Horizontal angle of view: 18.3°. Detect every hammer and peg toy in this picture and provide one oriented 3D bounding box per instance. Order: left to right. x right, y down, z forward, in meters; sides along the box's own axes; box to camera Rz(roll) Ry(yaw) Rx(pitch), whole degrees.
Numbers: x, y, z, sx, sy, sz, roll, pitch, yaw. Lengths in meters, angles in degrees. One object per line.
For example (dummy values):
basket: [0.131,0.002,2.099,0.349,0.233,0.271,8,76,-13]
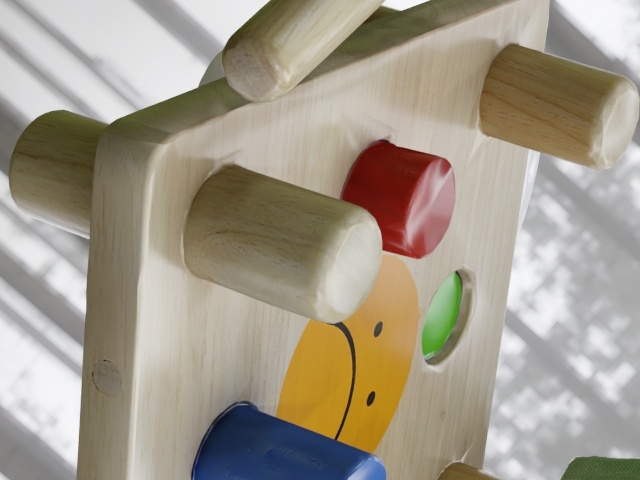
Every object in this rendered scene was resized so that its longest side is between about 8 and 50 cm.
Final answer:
hammer and peg toy: [0.000,0.000,0.689,0.266,0.127,0.361,-29,131,-51]

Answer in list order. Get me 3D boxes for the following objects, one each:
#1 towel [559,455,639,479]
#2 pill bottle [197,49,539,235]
towel: [0.149,0.242,0.824,0.248,0.038,0.324,0,-125,42]
pill bottle: [0.023,-0.048,1.138,0.112,0.187,0.112,17,90,-74]
